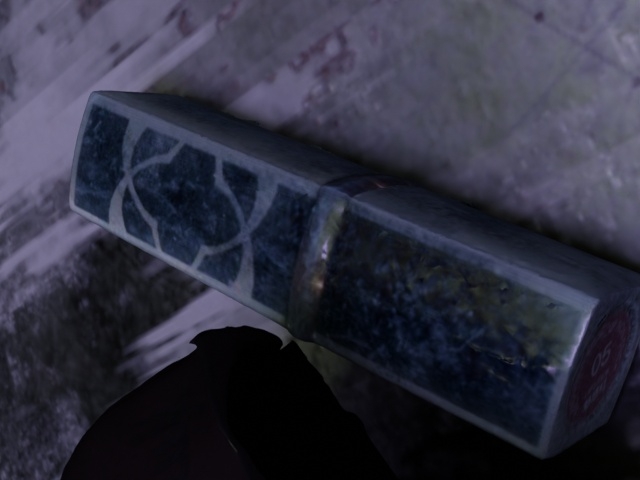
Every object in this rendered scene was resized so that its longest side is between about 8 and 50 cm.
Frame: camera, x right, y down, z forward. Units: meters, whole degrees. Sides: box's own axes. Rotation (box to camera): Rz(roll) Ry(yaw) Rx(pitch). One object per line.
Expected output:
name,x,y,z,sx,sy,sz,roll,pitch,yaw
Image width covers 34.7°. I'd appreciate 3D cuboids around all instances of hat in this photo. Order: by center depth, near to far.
hat,-0.009,0.181,0.347,0.209,0.238,0.336,-45,38,-6

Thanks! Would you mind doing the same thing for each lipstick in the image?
lipstick,0.000,0.000,0.473,0.289,0.076,0.078,25,109,34
